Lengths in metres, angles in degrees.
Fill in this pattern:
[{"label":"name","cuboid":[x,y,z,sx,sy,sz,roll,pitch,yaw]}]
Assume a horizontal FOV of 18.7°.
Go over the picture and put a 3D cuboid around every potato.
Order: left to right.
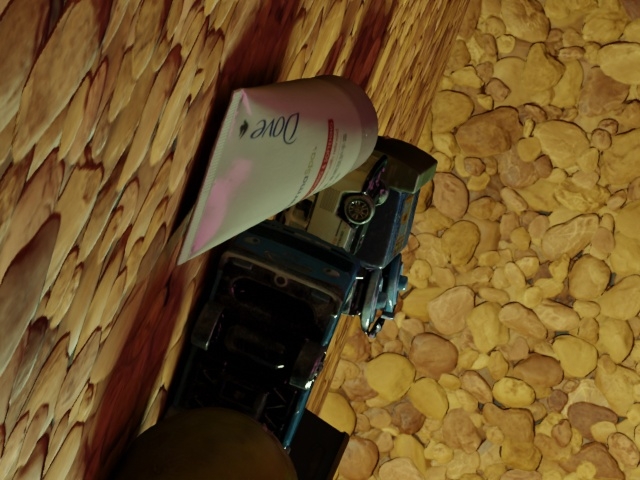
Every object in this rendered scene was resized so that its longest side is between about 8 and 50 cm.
[{"label":"potato","cuboid":[-0.094,0.209,1.500,0.200,0.137,0.155,-10,114,-76]}]

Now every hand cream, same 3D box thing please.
[{"label":"hand cream","cuboid":[-0.034,-0.070,1.435,0.248,0.083,0.133,-34,143,-64]}]

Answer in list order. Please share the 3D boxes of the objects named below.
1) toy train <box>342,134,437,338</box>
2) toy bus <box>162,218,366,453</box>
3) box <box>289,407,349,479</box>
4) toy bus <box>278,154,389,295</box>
[{"label":"toy train","cuboid":[0.040,-0.014,2.115,0.299,0.131,0.202,-39,143,-81]},{"label":"toy bus","cuboid":[-0.053,0.099,1.642,0.133,0.116,0.234,-60,172,-61]},{"label":"box","cuboid":[-0.073,0.241,1.821,0.201,0.090,0.144,-46,-169,42]},{"label":"toy bus","cuboid":[0.000,0.000,1.900,0.087,0.089,0.194,-52,162,-67]}]
